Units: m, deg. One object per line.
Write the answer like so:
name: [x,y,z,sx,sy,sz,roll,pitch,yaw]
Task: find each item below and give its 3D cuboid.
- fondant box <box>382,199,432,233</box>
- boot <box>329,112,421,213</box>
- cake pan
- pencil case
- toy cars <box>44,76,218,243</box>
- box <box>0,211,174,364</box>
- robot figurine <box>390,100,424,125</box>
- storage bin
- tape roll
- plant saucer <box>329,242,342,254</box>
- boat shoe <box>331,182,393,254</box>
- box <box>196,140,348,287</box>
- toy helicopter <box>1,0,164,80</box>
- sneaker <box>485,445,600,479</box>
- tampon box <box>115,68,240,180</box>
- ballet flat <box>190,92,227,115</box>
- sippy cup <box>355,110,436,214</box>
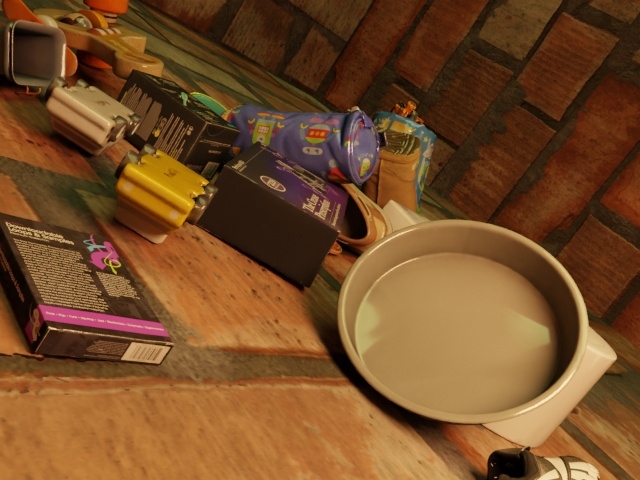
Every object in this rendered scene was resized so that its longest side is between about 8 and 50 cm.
fondant box: [0.267,0.063,1.369,0.330,0.096,0.238,20,25,-47]
boot: [0.093,-0.115,1.399,0.236,0.269,0.089,22,54,20]
cake pan: [0.167,0.097,0.823,0.293,0.293,0.054,44,-25,35]
pencil case: [-0.043,-0.176,1.201,0.306,0.133,0.119,8,1,27]
toy cars: [-0.250,-0.100,0.841,0.394,0.087,0.176,41,10,38]
box: [-0.208,0.039,0.575,0.116,0.029,0.162,19,22,-48]
robot figurine: [0.190,-0.261,1.917,0.085,0.291,0.211,29,16,-19]
storage bin: [-0.435,-0.258,0.953,0.091,0.098,0.135,8,12,8]
tape roll: [0.276,0.154,0.990,0.246,0.169,0.246,32,13,-9]
plant saucer: [0.000,0.000,1.199,0.084,0.013,0.083,32,14,-9]
boat shoe: [-0.002,-0.096,1.278,0.324,0.123,0.116,37,8,18]
box: [-0.062,-0.051,1.030,0.184,0.103,0.261,27,16,-3]
toy helicopter: [-0.406,-0.355,1.202,0.235,0.140,0.355,-6,32,-44]
sneaker: [0.235,0.260,0.733,0.106,0.078,0.234,42,18,21]
tampon box: [-0.238,-0.185,1.097,0.161,0.101,0.120,37,14,15]
ballet flat: [-0.200,-0.231,1.429,0.231,0.077,0.077,29,-7,-29]
sippy cup: [0.174,-0.194,1.696,0.240,0.224,0.305,21,4,-7]
